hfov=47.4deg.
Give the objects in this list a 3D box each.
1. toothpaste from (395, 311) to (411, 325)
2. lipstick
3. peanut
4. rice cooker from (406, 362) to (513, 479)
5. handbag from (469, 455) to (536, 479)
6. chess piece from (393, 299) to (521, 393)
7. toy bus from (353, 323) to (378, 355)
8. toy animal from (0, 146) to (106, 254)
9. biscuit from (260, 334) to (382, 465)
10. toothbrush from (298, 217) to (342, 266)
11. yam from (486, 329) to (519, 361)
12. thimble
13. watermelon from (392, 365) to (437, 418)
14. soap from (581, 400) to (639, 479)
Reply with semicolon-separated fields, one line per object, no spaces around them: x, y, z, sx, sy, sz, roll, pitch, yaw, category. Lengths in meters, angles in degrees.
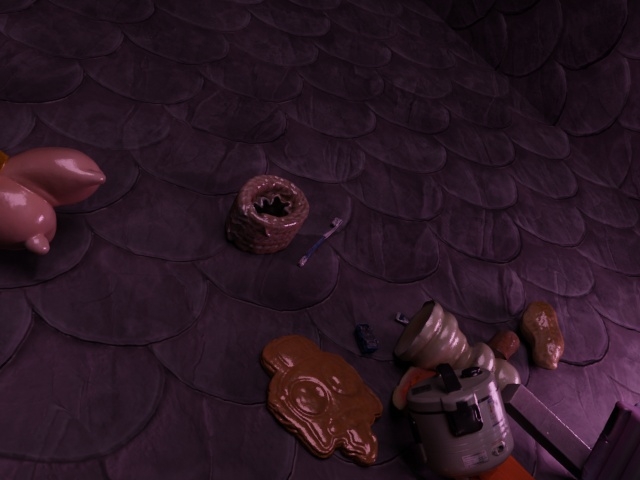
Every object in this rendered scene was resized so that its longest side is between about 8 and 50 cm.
0.276;0.245;2.058;0.139;0.021;0.037;29;33;4;toothpaste
0.587;0.491;1.856;0.317;0.068;0.066;43;70;-8;lipstick
0.665;0.287;2.194;0.120;0.110;0.237;35;39;-29;peanut
0.312;0.402;1.659;0.226;0.226;0.244;-16;94;-43;rice cooker
0.373;0.658;1.573;0.303;0.116;0.410;45;40;21;handbag
0.379;0.321;1.934;0.330;0.182;0.182;35;37;-3;chess piece
0.120;0.261;1.921;0.038;0.046;0.083;5;41;-28;toy bus
-0.675;-0.075;1.676;0.344;0.277;0.247;2;73;-17;toy animal
0.006;0.372;1.720;0.269;0.051;0.376;-21;60;-43;biscuit
0.000;0.000;2.157;0.026;0.024;0.288;34;38;7;toothbrush
0.514;0.313;2.089;0.084;0.084;0.127;40;35;13;yam
-0.151;-0.069;2.044;0.196;0.148;0.229;34;40;2;thimble
0.252;0.400;1.806;0.193;0.137;0.145;33;65;32;watermelon
0.743;0.576;1.756;0.109;0.324;0.193;14;16;-30;soap
